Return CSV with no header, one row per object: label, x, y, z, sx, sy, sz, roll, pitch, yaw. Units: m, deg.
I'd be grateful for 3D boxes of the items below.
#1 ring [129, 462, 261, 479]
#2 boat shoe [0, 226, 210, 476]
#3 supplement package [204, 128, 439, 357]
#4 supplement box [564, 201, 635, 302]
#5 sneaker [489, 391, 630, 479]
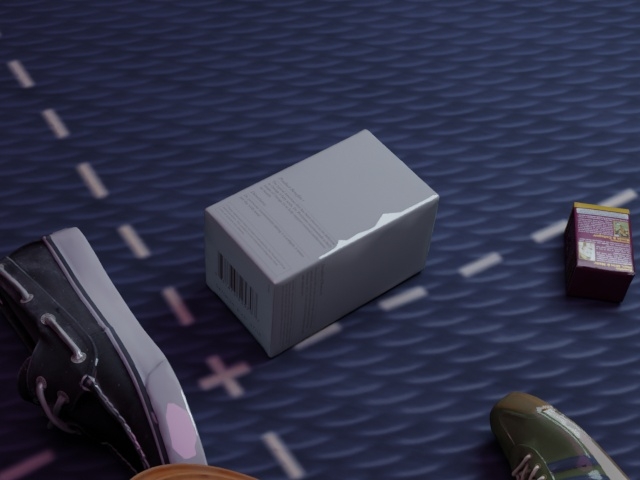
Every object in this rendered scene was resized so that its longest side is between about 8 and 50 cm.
ring,0.011,0.255,0.676,0.336,0.336,0.032,39,100,26
boat shoe,-0.183,0.106,0.876,0.102,0.108,0.301,-22,51,-23
supplement package,0.000,0.000,0.987,0.179,0.105,0.105,-28,55,-26
supplement box,0.258,0.010,1.043,0.054,0.043,0.083,9,47,2
sneaker,0.185,0.201,0.851,0.086,0.064,0.192,-29,60,-33
